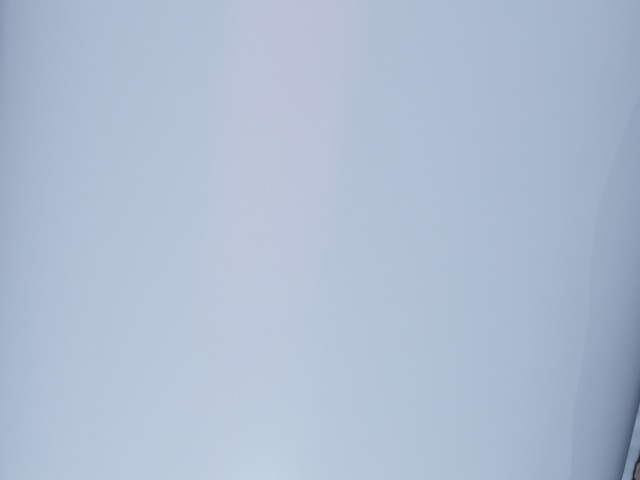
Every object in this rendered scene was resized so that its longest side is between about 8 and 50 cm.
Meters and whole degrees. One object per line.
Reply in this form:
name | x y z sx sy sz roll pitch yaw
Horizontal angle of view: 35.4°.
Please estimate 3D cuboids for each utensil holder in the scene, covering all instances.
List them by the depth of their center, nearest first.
utensil holder | 0.000 0.000 0.476 0.327 0.327 0.386 13 103 19
